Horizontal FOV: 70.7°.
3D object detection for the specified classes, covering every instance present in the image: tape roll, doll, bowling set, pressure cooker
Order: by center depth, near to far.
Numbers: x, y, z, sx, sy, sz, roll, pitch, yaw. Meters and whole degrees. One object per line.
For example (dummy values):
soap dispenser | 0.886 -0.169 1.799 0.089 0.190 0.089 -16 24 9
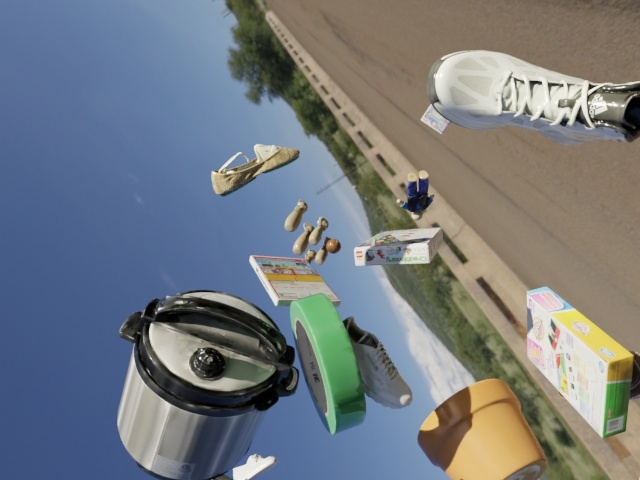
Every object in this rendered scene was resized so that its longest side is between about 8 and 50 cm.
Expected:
tape roll | 0.010 0.290 1.084 0.321 0.077 0.321 165 90 -75
pressure cooker | -0.277 0.329 1.112 0.370 0.420 0.375 -5 -142 -42
doll | 0.319 -0.142 1.505 0.046 0.129 0.189 -102 -1 -45
bowling set | 0.000 0.000 1.690 0.154 0.200 0.287 -61 -30 -44

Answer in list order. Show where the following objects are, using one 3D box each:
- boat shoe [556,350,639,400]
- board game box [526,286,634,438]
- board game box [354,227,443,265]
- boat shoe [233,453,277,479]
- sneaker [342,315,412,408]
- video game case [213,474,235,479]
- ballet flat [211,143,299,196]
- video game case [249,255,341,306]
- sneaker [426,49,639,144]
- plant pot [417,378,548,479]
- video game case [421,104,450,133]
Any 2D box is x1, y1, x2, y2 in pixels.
boat shoe | 0.776 0.396 1.250 0.324 0.116 0.123 96 164 -57
board game box | 0.656 0.302 1.175 0.316 0.064 0.242 -112 8 -64
board game box | 0.232 0.013 1.274 0.305 0.193 0.053 -24 -71 -66
boat shoe | -0.212 0.719 1.438 0.066 0.184 0.063 13 -136 -47
sneaker | 0.121 0.278 1.022 0.235 0.095 0.090 41 -149 13
video game case | -0.272 0.756 1.303 0.119 0.015 0.166 37 -169 -15
ballet flat | -0.143 -0.167 0.975 0.073 0.206 0.067 35 153 62
video game case | -0.085 0.122 1.388 0.204 0.025 0.285 5 -159 -27
sneaker | 0.454 -0.293 0.886 0.257 0.447 0.169 -137 56 -75
plant pot | 0.424 0.529 1.149 0.291 0.291 0.203 49 -176 -42
video game case | 0.401 -0.426 1.489 0.087 0.122 0.011 36 -147 5
